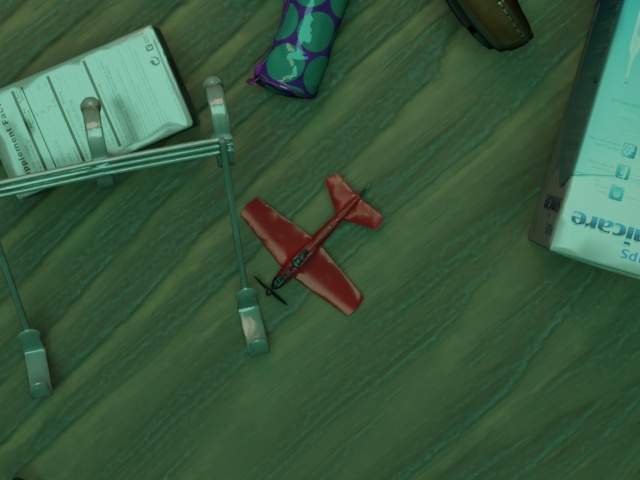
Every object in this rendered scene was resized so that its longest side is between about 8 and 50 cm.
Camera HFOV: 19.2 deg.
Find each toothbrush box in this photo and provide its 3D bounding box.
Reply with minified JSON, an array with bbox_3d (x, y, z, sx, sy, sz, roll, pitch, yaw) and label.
[{"bbox_3d":[0.295,-0.118,1.731,0.126,0.216,0.295,17,92,0],"label":"toothbrush box"}]

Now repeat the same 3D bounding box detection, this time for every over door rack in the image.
[{"bbox_3d":[-0.187,-0.009,1.731,0.239,0.108,0.324,-11,136,-4],"label":"over door rack"}]

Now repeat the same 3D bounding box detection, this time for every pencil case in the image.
[{"bbox_3d":[-0.015,-0.211,1.803,0.070,0.064,0.151,16,92,-23],"label":"pencil case"}]

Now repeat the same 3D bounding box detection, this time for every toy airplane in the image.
[{"bbox_3d":[0.000,0.000,1.832,0.151,0.028,0.151,0,92,2],"label":"toy airplane"}]

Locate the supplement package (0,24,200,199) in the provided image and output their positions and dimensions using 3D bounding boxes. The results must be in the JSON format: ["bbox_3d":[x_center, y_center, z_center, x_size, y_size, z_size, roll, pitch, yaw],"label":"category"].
[{"bbox_3d":[-0.217,-0.121,1.789,0.179,0.105,0.105,-23,95,2],"label":"supplement package"}]

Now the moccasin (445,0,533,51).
[{"bbox_3d":[0.142,-0.366,1.769,0.147,0.139,0.380,-14,83,10],"label":"moccasin"}]

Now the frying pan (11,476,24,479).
[{"bbox_3d":[-0.292,0.414,1.843,0.197,0.053,0.326,-30,90,2],"label":"frying pan"}]
